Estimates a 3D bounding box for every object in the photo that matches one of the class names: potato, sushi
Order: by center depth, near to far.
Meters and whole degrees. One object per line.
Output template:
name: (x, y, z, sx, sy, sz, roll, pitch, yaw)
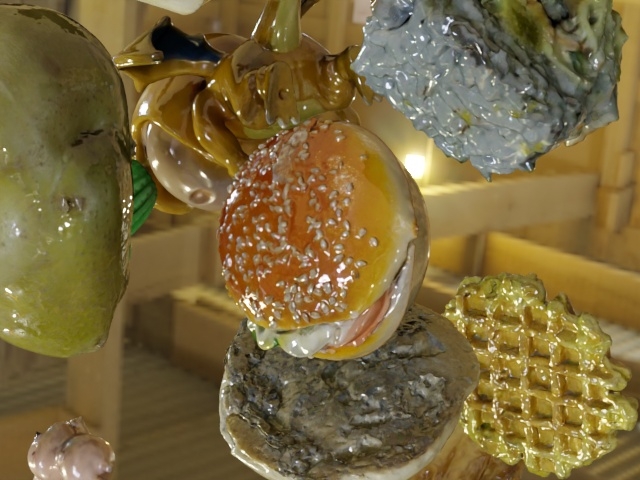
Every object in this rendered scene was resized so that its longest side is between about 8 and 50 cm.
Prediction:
sushi: (0.134, -0.176, 1.039, 0.274, 0.139, 0.184, 37, -124, -10)
potato: (-0.274, -0.050, 1.179, 0.202, 0.351, 0.218, -9, -156, 15)

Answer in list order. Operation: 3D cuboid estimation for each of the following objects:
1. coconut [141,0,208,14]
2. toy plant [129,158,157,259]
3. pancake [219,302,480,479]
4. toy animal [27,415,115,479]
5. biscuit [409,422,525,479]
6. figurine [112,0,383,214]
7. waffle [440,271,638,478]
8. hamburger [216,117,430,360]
coconut: (-0.217, -0.445, 1.866, 0.222, 0.202, 0.202, 10, -168, -29)
toy plant: (-0.293, -0.002, 1.510, 0.088, 0.240, 0.154, 14, 162, 45)
pancake: (0.022, 0.138, 1.231, 0.282, 0.049, 0.282, -7, -142, 5)
toy animal: (-0.307, 0.272, 1.529, 0.083, 0.089, 0.150, -24, -161, -39)
biscuit: (0.252, 0.349, 2.274, 0.325, 0.326, 0.107, 18, 160, 36)
figurine: (-0.092, -0.208, 1.658, 0.401, 0.268, 0.387, -40, -166, -32)
waffle: (0.281, 0.181, 1.708, 0.068, 0.325, 0.302, -28, -106, -44)
hamburger: (0.003, -0.002, 1.167, 0.237, 0.237, 0.147, 17, -167, 35)
